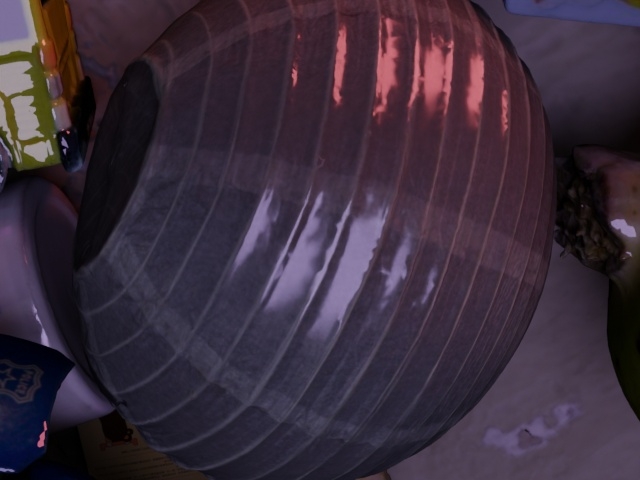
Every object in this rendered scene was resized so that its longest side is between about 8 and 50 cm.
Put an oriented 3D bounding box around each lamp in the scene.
[{"bbox_3d":[0.000,0.000,0.600,0.233,0.233,0.265,20,90,-13],"label":"lamp"}]

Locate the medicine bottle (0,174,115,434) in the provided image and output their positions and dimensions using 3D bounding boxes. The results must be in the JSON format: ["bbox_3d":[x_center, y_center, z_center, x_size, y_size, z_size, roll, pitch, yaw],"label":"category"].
[{"bbox_3d":[-0.281,0.078,0.649,0.341,0.130,0.130,-18,112,6],"label":"medicine bottle"}]

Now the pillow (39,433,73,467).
[{"bbox_3d":[-0.155,0.192,0.702,0.093,0.051,0.241,-26,91,-35],"label":"pillow"}]

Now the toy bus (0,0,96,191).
[{"bbox_3d":[-0.250,-0.084,0.596,0.262,0.128,0.150,-10,111,-3],"label":"toy bus"}]

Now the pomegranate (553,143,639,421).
[{"bbox_3d":[0.246,0.012,0.631,0.271,0.254,0.254,10,110,3],"label":"pomegranate"}]

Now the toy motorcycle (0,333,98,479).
[{"bbox_3d":[-0.133,0.160,0.571,0.196,0.125,0.331,-34,115,24],"label":"toy motorcycle"}]

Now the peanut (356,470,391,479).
[{"bbox_3d":[-0.030,0.207,0.747,0.099,0.090,0.214,0,120,-54],"label":"peanut"}]

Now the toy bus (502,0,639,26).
[{"bbox_3d":[0.244,-0.158,0.564,0.330,0.136,0.109,6,146,8],"label":"toy bus"}]

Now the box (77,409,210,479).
[{"bbox_3d":[-0.108,0.098,0.737,0.073,0.020,0.149,-9,111,-2],"label":"box"}]
